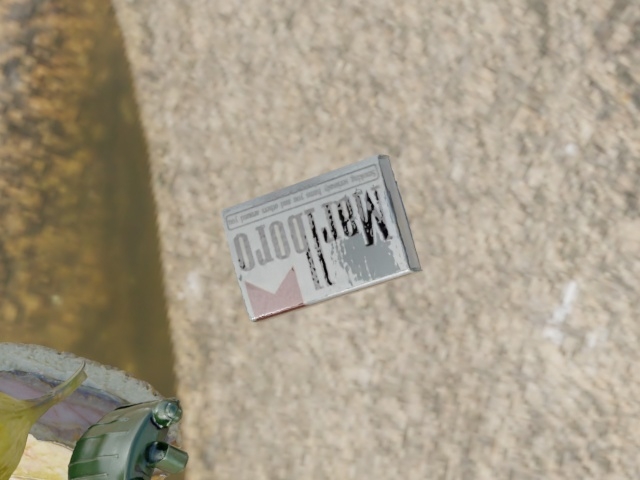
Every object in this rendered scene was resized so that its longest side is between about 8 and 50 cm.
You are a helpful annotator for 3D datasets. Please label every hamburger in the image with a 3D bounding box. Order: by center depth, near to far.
[{"bbox_3d":[-0.361,0.275,2.003,0.162,0.330,0.209,-73,2,-48],"label":"hamburger"}]

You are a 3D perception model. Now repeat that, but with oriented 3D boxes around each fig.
[{"bbox_3d":[-0.351,0.193,1.523,0.159,0.257,0.159,45,152,32],"label":"fig"}]

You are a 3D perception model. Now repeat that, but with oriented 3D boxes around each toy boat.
[{"bbox_3d":[-0.182,0.195,1.325,0.210,0.052,0.104,-21,48,57],"label":"toy boat"}]

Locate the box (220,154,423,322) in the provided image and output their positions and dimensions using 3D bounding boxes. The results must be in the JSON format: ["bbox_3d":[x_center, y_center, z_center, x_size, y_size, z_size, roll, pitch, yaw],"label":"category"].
[{"bbox_3d":[0.000,0.000,1.382,0.177,0.036,0.115,-18,84,27],"label":"box"}]
